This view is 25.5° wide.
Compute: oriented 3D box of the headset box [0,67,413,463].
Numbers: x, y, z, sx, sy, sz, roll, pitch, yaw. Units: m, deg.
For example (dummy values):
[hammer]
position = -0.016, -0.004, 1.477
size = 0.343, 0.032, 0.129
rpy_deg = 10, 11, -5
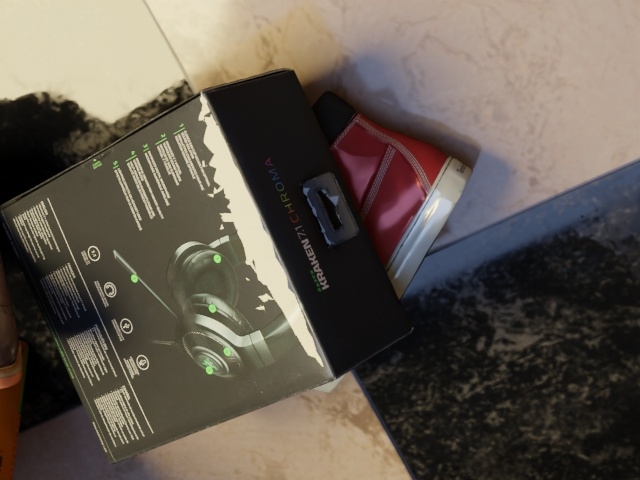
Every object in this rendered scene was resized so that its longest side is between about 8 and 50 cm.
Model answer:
[headset box]
position = -0.094, 0.021, 1.179
size = 0.283, 0.131, 0.246
rpy_deg = -26, 89, 36

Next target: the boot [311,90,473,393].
[boot]
position = 0.000, 0.000, 1.237
size = 0.176, 0.088, 0.244
rpy_deg = 29, 108, 3

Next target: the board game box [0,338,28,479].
[board game box]
position = -0.513, 0.239, 1.245
size = 0.356, 0.356, 0.356
rpy_deg = 30, 116, -24

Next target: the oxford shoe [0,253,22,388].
[oxford shoe]
position = -0.330, 0.010, 1.190
size = 0.130, 0.364, 0.132
rpy_deg = 1, 112, -30
